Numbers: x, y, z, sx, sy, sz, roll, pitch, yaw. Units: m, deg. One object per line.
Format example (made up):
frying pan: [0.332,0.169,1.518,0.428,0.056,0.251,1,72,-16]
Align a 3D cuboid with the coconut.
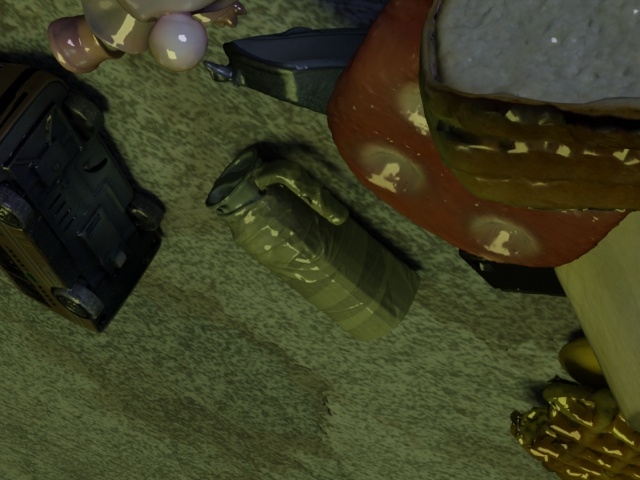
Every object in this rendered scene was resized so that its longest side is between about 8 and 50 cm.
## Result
coconut: [0.257,0.022,0.837,0.202,0.222,0.202,-16,164,-5]

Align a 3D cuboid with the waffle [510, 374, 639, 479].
waffle: [0.292,0.198,1.224,0.291,0.051,0.291,18,160,7]

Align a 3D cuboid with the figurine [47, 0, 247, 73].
figurine: [-0.101,-0.198,0.850,0.276,0.133,0.200,-40,67,63]

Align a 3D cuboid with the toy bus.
toy bus: [-0.273,-0.044,1.273,0.157,0.139,0.289,19,156,27]

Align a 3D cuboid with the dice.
dice: [0.115,-0.101,0.769,0.179,0.175,0.174,28,154,-3]

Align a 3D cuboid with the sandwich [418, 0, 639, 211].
sandwich: [0.172,-0.122,0.594,0.226,0.251,0.087,8,148,34]

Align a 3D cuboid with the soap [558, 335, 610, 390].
soap: [0.274,0.105,1.136,0.089,0.033,0.168,32,153,-18]

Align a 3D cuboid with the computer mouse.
computer mouse: [0.030,-0.114,0.899,0.229,0.068,0.113,14,-173,-27]

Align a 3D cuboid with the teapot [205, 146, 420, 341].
teapot: [0.000,0.000,1.160,0.200,0.077,0.107,39,147,-21]

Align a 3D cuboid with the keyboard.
keyboard: [0.220,0.024,1.047,0.230,0.025,0.093,5,154,38]
